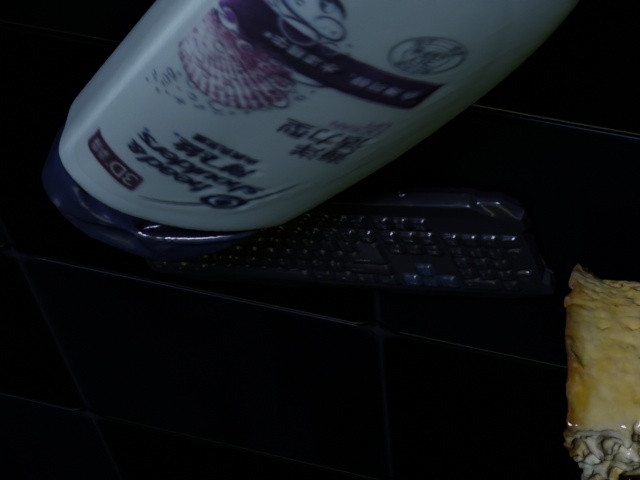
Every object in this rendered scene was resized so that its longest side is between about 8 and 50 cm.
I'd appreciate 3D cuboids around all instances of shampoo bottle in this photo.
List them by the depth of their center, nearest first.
[{"bbox_3d":[-0.009,-0.078,0.678,0.134,0.078,0.359,24,150,-20],"label":"shampoo bottle"}]

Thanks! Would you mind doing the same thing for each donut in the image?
[{"bbox_3d":[0.179,0.090,0.802,0.085,0.141,0.217,-3,154,16],"label":"donut"}]

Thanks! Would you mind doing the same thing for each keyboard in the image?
[{"bbox_3d":[0.000,0.000,0.865,0.262,0.016,0.106,2,147,25],"label":"keyboard"}]
